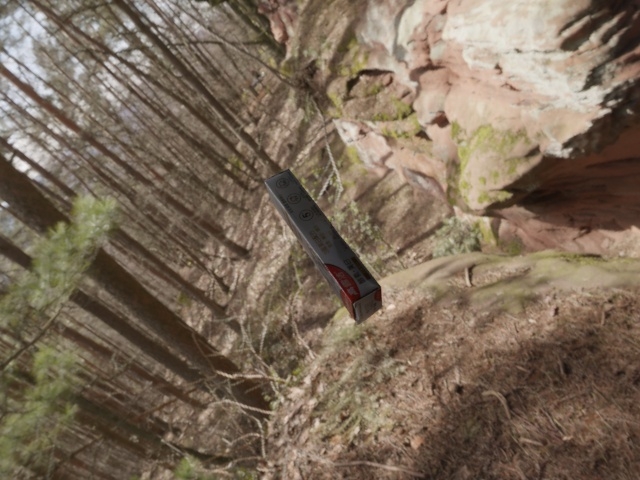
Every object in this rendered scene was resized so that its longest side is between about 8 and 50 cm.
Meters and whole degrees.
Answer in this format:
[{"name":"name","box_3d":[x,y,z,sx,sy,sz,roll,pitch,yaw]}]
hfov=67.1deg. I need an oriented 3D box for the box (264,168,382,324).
[{"name":"box","box_3d":[0.000,0.000,0.588,0.040,0.055,0.218,-29,55,-11]}]
